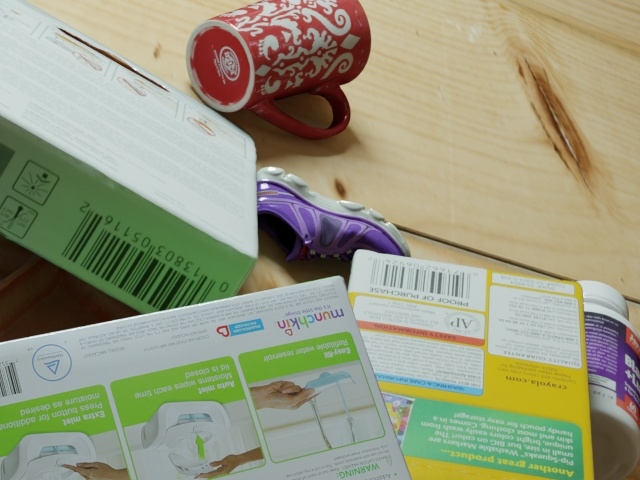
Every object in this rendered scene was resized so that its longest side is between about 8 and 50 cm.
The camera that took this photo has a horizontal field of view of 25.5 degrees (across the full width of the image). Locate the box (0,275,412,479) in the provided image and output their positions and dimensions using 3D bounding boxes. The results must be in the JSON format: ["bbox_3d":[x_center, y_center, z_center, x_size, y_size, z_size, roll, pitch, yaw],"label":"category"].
[{"bbox_3d":[-0.082,0.167,0.870,0.262,0.127,0.231,-11,70,-24],"label":"box"}]

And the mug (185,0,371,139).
[{"bbox_3d":[-0.032,-0.178,1.403,0.150,0.113,0.169,49,41,15],"label":"mug"}]

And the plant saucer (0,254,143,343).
[{"bbox_3d":[-0.162,0.144,1.008,0.258,0.048,0.259,41,37,2],"label":"plant saucer"}]

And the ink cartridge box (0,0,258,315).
[{"bbox_3d":[-0.203,-0.088,1.176,0.308,0.091,0.385,30,14,-12],"label":"ink cartridge box"}]

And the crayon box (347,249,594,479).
[{"bbox_3d":[0.106,0.140,1.122,0.203,0.083,0.323,9,33,3],"label":"crayon box"}]

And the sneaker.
[{"bbox_3d":[0.000,0.000,1.297,0.169,0.068,0.071,23,54,-7],"label":"sneaker"}]

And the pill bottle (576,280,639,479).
[{"bbox_3d":[0.245,0.128,1.317,0.108,0.108,0.193,31,38,-11],"label":"pill bottle"}]
